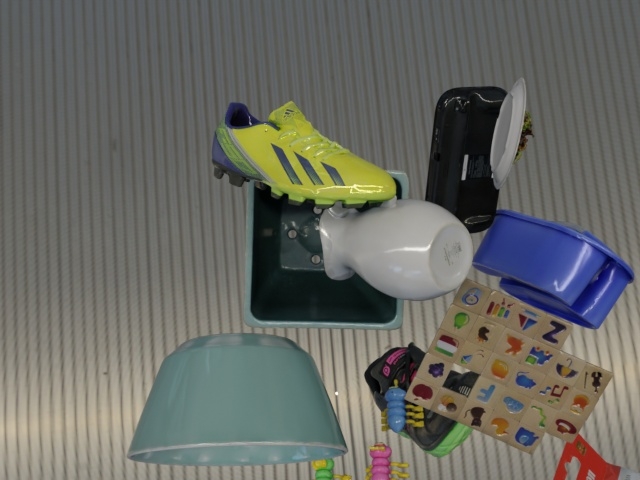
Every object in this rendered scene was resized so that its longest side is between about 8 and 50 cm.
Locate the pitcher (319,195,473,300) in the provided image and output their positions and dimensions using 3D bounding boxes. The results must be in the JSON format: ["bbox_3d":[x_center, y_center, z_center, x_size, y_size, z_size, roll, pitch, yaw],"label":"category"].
[{"bbox_3d":[0.080,-0.014,1.016,0.125,0.207,0.178,-39,120,-29],"label":"pitcher"}]

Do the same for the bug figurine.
[{"bbox_3d":[0.060,0.385,1.532,0.278,0.072,0.216,-15,55,18],"label":"bug figurine"}]

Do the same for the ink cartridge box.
[{"bbox_3d":[0.449,0.398,1.173,0.066,0.189,0.232,-40,89,34],"label":"ink cartridge box"}]

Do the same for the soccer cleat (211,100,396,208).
[{"bbox_3d":[-0.029,-0.110,0.999,0.289,0.093,0.121,18,101,38],"label":"soccer cleat"}]

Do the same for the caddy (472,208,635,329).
[{"bbox_3d":[0.488,0.041,1.687,0.241,0.341,0.179,34,85,-35],"label":"caddy"}]

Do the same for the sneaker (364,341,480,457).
[{"bbox_3d":[0.206,0.324,1.695,0.202,0.483,0.185,46,70,-5],"label":"sneaker"}]

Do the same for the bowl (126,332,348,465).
[{"bbox_3d":[-0.120,0.232,1.162,0.311,0.311,0.163,-3,70,1],"label":"bowl"}]

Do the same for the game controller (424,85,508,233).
[{"bbox_3d":[0.300,-0.155,1.637,0.166,0.067,0.319,-9,118,-25],"label":"game controller"}]

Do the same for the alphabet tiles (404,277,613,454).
[{"bbox_3d":[0.262,0.182,1.092,0.237,0.009,0.198,24,108,0],"label":"alphabet tiles"}]

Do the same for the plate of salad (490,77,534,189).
[{"bbox_3d":[0.343,-0.187,1.424,0.048,0.200,0.200,11,80,0],"label":"plate of salad"}]

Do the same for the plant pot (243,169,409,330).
[{"bbox_3d":[0.000,0.000,1.340,0.247,0.252,0.247,1,96,-4],"label":"plant pot"}]
